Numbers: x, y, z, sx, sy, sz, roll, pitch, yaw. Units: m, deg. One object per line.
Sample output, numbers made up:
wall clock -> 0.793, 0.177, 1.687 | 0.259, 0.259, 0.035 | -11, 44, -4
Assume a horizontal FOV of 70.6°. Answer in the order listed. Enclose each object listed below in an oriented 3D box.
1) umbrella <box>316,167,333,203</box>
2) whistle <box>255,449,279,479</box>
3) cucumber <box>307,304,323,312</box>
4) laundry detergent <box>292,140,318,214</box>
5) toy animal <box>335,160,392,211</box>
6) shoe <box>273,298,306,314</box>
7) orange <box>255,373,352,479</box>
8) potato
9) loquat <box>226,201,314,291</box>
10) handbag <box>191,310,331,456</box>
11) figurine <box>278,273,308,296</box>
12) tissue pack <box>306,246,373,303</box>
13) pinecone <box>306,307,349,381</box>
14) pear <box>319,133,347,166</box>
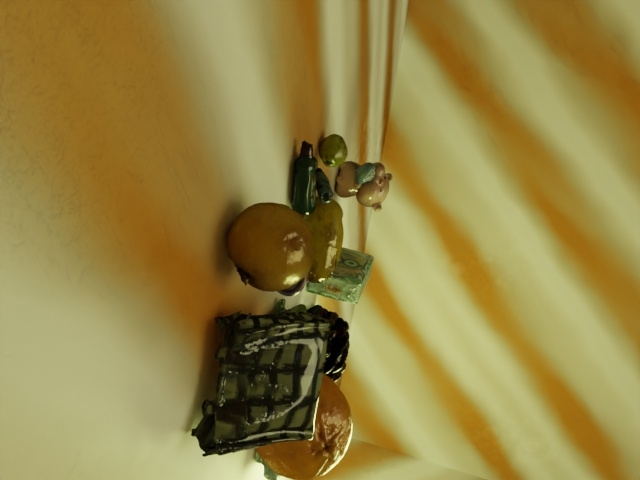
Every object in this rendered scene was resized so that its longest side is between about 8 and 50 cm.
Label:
umbrella -> 0.003, -0.191, 1.511 | 0.053, 0.052, 0.250 | 55, 10, -28
whistle -> -0.116, 0.756, 1.756 | 0.404, 0.168, 0.189 | 7, 94, -77
cucumber -> -0.022, 0.326, 1.997 | 0.241, 0.074, 0.075 | 4, 98, -79
laundry detergent -> -0.046, -0.200, 1.403 | 0.144, 0.078, 0.222 | -73, 167, -65
toy animal -> 0.183, -0.254, 2.037 | 0.229, 0.221, 0.210 | 39, 61, -45
shoe -> -0.100, 0.274, 1.479 | 0.262, 0.128, 0.140 | -97, -154, -83
orange -> -0.055, 0.593, 1.464 | 0.340, 0.293, 0.341 | -4, 97, -34
potato -> 0.000, 0.000, 1.586 | 0.172, 0.140, 0.301 | 12, 82, -40
loquat -> -0.114, 0.017, 1.033 | 0.208, 0.207, 0.208 | 12, 90, -77
handbag -> -0.131, 0.341, 1.128 | 0.326, 0.162, 0.326 | 12, 86, -47
figurine -> -0.105, 0.091, 1.380 | 0.126, 0.114, 0.157 | -49, -157, 8
tissue pack -> 0.091, 0.141, 1.969 | 0.311, 0.227, 0.128 | -49, 150, -63
pinecone -> -0.012, 0.401, 1.710 | 0.298, 0.241, 0.296 | -97, -175, -55
pear -> 0.048, -0.323, 1.628 | 0.107, 0.107, 0.131 | 88, 22, -47
